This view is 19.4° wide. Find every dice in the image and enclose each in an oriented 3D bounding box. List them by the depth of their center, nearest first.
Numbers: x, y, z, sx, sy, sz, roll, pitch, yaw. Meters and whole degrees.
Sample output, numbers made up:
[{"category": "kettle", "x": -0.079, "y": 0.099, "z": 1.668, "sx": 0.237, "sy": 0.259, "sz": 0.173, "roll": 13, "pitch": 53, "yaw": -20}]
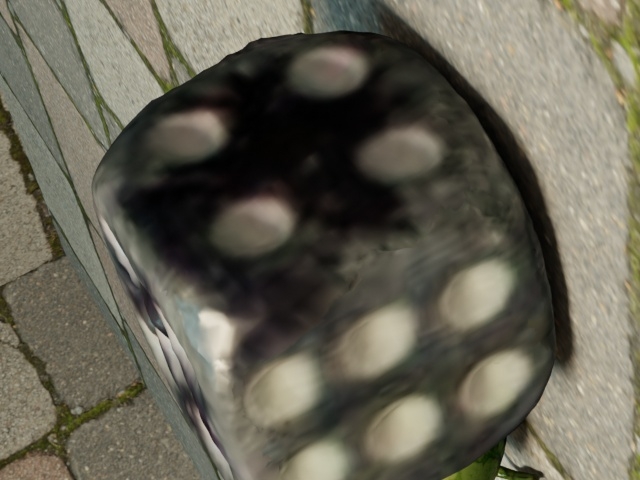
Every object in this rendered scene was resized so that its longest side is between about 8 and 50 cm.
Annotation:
[{"category": "dice", "x": 0.001, "y": 0.017, "z": 0.943, "sx": 0.183, "sy": 0.182, "sz": 0.181, "roll": 53, "pitch": 166, "yaw": 44}]

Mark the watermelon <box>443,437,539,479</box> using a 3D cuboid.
[{"category": "watermelon", "x": 0.048, "y": 0.114, "z": 1.097, "sx": 0.187, "sy": 0.141, "sz": 0.141, "roll": 35, "pitch": -169, "yaw": -44}]
